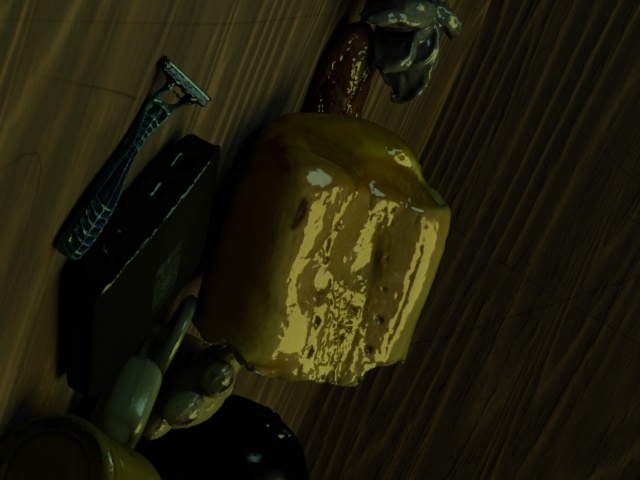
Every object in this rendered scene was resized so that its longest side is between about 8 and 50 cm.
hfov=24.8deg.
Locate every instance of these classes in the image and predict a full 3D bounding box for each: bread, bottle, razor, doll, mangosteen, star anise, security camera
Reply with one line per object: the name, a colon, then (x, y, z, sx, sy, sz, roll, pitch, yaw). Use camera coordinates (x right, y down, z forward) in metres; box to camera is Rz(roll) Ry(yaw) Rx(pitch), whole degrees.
bread: (0.000, 0.000, 2.233, 0.361, 0.250, 0.394, 8, 103, -37)
bread: (0.035, -0.241, 2.400, 0.124, 0.084, 0.344, -44, 158, -55)
bottle: (-0.290, 0.351, 1.920, 0.171, 0.171, 0.351, -60, 157, -12)
razor: (-0.223, -0.087, 1.671, 0.082, 0.042, 0.253, 40, 75, -36)
doll: (-0.202, 0.216, 2.222, 0.278, 0.175, 0.149, 167, -87, -75)
mangosteen: (-0.179, 0.421, 2.550, 0.313, 0.297, 0.297, -36, 163, -12)
star anise: (0.153, -0.394, 2.295, 0.316, 0.139, 0.360, -44, 135, -68)
security camera: (-0.262, 0.190, 2.108, 0.157, 0.080, 0.301, -55, -171, 46)

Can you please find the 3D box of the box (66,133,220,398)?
box: (-0.229, 0.035, 1.870, 0.290, 0.073, 0.289, -55, 168, -35)
